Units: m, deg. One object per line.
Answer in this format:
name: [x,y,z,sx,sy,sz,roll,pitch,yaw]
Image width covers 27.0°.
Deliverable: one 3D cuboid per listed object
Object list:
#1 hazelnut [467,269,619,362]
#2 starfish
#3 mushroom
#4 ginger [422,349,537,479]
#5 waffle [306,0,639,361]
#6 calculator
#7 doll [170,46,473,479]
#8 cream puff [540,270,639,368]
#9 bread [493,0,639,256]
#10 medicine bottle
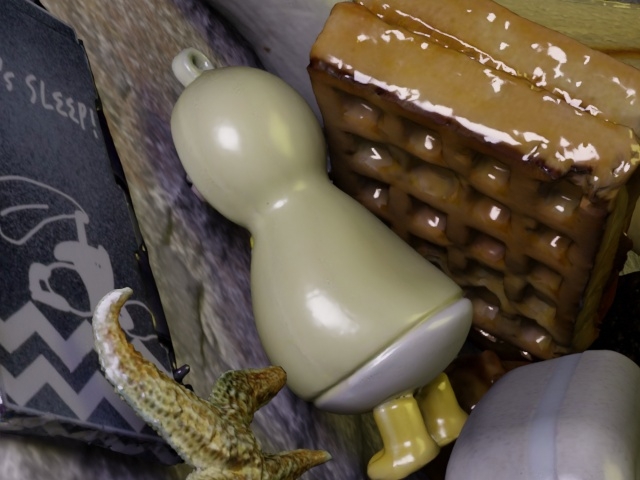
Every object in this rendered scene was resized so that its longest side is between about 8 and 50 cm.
hazelnut: [0.204,0.011,1.267,0.210,0.210,0.186,59,-24,-11]
starfish: [-0.044,0.118,0.597,0.223,0.050,0.217,-32,113,-60]
mushroom: [-0.057,-0.214,1.038,0.159,0.122,0.328,28,-10,41]
ginger: [0.191,0.181,1.030,0.321,0.172,0.165,45,61,-46]
waffle: [0.109,-0.038,0.921,0.224,0.098,0.328,29,-18,17]
calculator: [-0.136,-0.029,0.625,0.165,0.028,0.274,33,33,-57]
doll: [-0.008,0.006,0.826,0.296,0.117,0.141,52,35,12]
cream puff: [0.368,0.131,1.504,0.239,0.239,0.165,31,43,-60]
bread: [0.250,-0.168,1.171,0.405,0.242,0.346,36,18,-31]
medicine bottle: [0.172,0.265,0.796,0.282,0.123,0.375,-29,105,-70]
